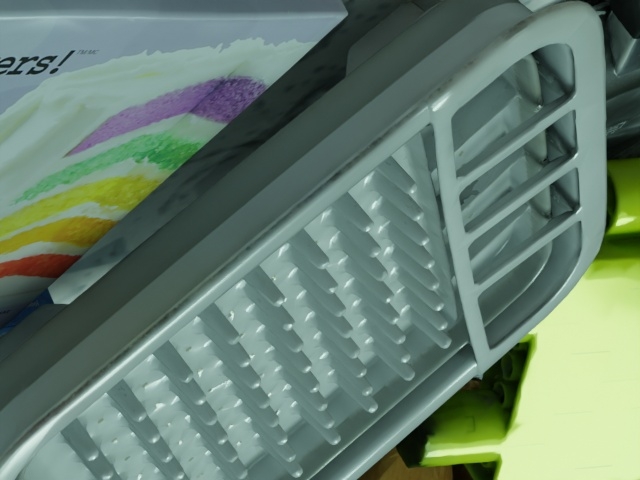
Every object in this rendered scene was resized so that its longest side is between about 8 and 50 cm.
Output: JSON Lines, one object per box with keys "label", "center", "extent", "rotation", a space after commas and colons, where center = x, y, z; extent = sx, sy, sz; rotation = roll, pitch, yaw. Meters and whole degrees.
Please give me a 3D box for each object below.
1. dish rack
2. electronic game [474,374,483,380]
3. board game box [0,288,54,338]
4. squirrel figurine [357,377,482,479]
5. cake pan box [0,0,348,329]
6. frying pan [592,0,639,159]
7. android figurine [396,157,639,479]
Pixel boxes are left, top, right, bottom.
{"label": "dish rack", "center": [-0.015, 0.036, 0.858], "extent": [0.333, 0.072, 0.285], "rotation": [-41, 156, -11]}
{"label": "electronic game", "center": [0.125, 0.101, 1.513], "extent": [0.229, 0.048, 0.229], "rotation": [-26, 164, -8]}
{"label": "board game box", "center": [-0.239, 0.062, 0.799], "extent": [0.160, 0.039, 0.211], "rotation": [-33, 165, 37]}
{"label": "squirrel figurine", "center": [0.022, 0.264, 1.168], "extent": [0.281, 0.370, 0.397], "rotation": [-32, 157, 36]}
{"label": "cake pan box", "center": [-0.159, -0.029, 0.615], "extent": [0.246, 0.070, 0.267], "rotation": [-41, 160, 33]}
{"label": "frying pan", "center": [0.162, -0.101, 0.953], "extent": [0.197, 0.053, 0.326], "rotation": [-14, 163, -41]}
{"label": "android figurine", "center": [0.178, 0.063, 1.088], "extent": [0.273, 0.056, 0.248], "rotation": [-5, 124, -22]}
